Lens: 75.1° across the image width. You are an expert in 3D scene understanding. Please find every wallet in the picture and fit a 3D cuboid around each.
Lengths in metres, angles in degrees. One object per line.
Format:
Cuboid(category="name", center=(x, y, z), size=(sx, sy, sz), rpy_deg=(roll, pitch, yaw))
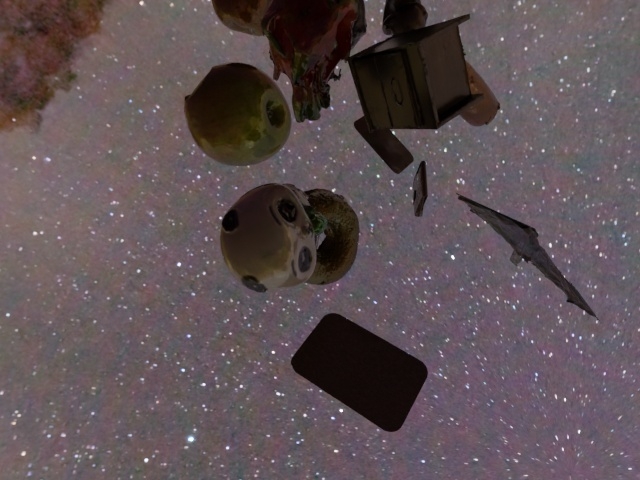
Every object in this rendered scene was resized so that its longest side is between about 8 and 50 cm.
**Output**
Cuboid(category="wallet", center=(0.299, -0.156, 1.257), size=(0.026, 0.095, 0.176), rpy_deg=(10, -134, -1))

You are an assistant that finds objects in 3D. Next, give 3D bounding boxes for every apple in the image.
Cuboid(category="apple", center=(-0.265, -0.413, 1.378), size=(0.339, 0.339, 0.340), rpy_deg=(-14, -122, 24))
Cuboid(category="apple", center=(-0.271, -0.880, 1.522), size=(0.264, 0.264, 0.265), rpy_deg=(-14, -122, 24))

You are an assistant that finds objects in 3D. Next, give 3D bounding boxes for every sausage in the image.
Cuboid(category="sausage", center=(0.341, -0.379, 1.027), size=(0.108, 0.270, 0.109), rpy_deg=(-32, -135, 39))

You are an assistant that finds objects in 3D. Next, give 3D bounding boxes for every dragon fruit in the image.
Cuboid(category="dragon fruit", center=(-0.013, -0.395, 0.846), size=(0.198, 0.269, 0.200), rpy_deg=(21, -124, 30))

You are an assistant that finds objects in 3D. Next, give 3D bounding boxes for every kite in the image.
Cuboid(category="kite", center=(0.437, 0.023, 0.904), size=(0.014, 0.368, 0.406), rpy_deg=(-43, -113, 6))

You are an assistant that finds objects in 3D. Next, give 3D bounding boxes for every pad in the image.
Cuboid(category="pad", center=(0.083, 0.272, 0.899), size=(0.266, 0.002, 0.176), rpy_deg=(27, -127, 21))
Cuboid(category="pad", center=(0.254, -0.389, 1.646), size=(0.181, 0.267, 0.004), rpy_deg=(-41, -179, -42))

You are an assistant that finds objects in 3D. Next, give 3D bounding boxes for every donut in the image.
Cuboid(category="donut", center=(0.000, 0.000, 1.112), size=(0.107, 0.272, 0.272), rpy_deg=(26, -101, 49))

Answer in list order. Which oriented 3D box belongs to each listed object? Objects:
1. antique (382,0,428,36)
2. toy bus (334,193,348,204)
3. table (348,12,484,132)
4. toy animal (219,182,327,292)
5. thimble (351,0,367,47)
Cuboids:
Cuboid(category="antique", center=(0.218, -0.639, 1.086), size=(0.121, 0.257, 0.143), rpy_deg=(-3, -152, 9))
Cuboid(category="toy bus", center=(0.030, -0.123, 1.685), size=(0.193, 0.087, 0.089), rpy_deg=(-28, -161, -27))
Cuboid(category="table", center=(0.195, -0.335, 0.863), size=(0.172, 0.169, 0.193), rpy_deg=(-36, -150, -23))
Cuboid(category="toy animal", center=(-0.089, -0.013, 0.848), size=(0.212, 0.212, 0.267), rpy_deg=(-42, -167, 4))
Cuboid(category="thimble", center=(0.019, -0.647, 1.180), size=(0.217, 0.245, 0.157), rpy_deg=(-48, -169, 22))
